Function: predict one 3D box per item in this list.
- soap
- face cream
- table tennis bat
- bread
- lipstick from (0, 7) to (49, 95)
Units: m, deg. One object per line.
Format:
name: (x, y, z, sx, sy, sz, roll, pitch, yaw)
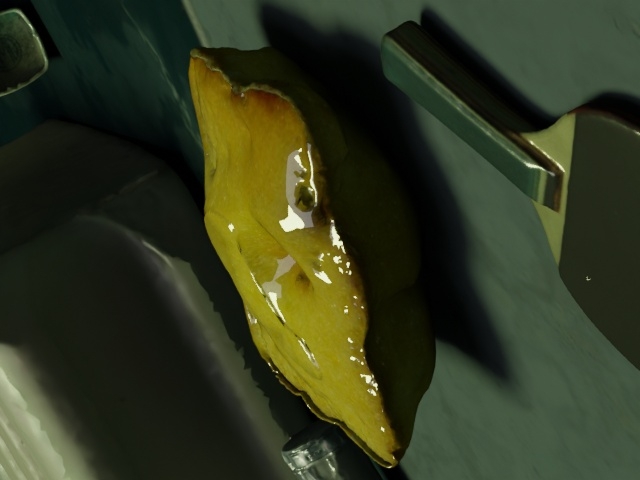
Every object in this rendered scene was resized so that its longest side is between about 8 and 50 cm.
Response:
soap: (-0.164, 0.139, 1.325, 0.350, 0.213, 0.435, 11, 132, 61)
face cream: (0.067, 0.260, 1.165, 0.291, 0.071, 0.144, 58, 160, -6)
table tennis bat: (0.121, -0.008, 0.679, 0.274, 0.021, 0.154, 44, 157, 29)
bread: (0.000, 0.000, 0.895, 0.161, 0.088, 0.233, 26, 142, 48)
lipstick: (-0.302, -0.158, 1.392, 0.077, 0.079, 0.253, 63, 159, -14)
